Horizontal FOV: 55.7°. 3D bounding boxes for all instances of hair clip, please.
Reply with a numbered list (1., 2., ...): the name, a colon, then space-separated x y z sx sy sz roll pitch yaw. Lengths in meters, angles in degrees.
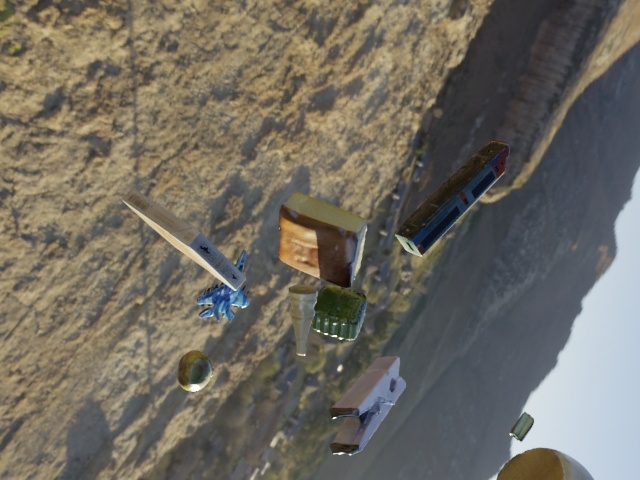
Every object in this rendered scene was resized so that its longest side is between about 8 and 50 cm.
1. hair clip: 0.110 0.359 1.378 0.331 0.085 0.101 -27 105 -65

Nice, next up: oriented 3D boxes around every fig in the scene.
1. fig: -0.434 0.446 2.089 0.153 0.121 0.135 -62 172 -80

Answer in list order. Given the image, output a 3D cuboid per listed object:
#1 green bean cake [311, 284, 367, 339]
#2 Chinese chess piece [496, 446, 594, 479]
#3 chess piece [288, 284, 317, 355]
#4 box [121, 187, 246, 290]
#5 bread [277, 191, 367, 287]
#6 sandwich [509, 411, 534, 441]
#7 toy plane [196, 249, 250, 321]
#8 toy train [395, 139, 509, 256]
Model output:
1. green bean cake: 0.072 0.279 2.369 0.214 0.201 0.113 -55 159 -55
2. Chinese chess piece: 0.432 0.534 1.196 0.249 0.103 0.250 -56 -174 10
3. chess piece: -0.055 0.239 1.824 0.090 0.090 0.200 -25 120 -63
4. box: -0.357 -0.008 1.565 0.051 0.365 0.204 -50 135 -13
5. bread: 0.000 0.000 2.328 0.143 0.333 0.323 -56 160 -37
6. sandwich: 0.403 0.386 1.227 0.083 0.031 0.043 -26 140 -45
7. toy plane: -0.267 0.129 1.772 0.169 0.078 0.246 8 109 -35
8. toy train: 0.381 -0.121 1.691 0.409 0.086 0.089 -43 119 -13
